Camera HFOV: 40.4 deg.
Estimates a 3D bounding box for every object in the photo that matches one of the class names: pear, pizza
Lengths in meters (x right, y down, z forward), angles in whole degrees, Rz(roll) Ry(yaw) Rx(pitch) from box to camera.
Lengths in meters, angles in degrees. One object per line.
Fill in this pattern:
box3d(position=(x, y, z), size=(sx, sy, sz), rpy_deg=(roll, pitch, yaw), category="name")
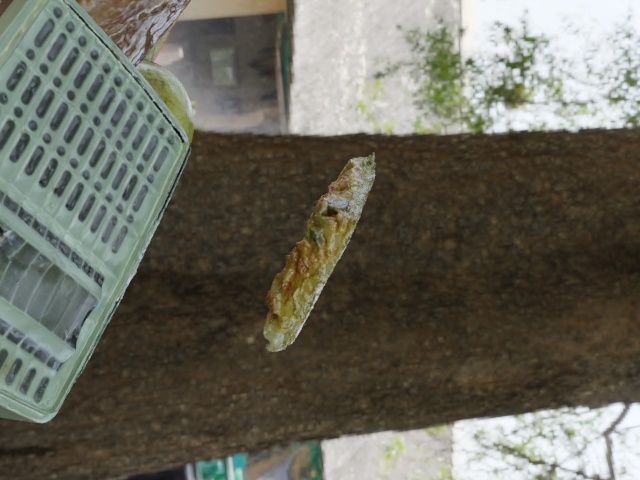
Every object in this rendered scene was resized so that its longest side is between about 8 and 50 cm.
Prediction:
box3d(position=(-0.292, -0.196, 1.343), size=(0.197, 0.197, 0.197), rpy_deg=(173, -90, -82), category="pear")
box3d(position=(0.000, 0.000, 1.071), size=(0.292, 0.058, 0.197), rpy_deg=(-63, -178, -16), category="pizza")

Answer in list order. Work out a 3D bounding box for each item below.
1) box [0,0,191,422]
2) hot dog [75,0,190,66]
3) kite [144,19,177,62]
box3d(position=(-0.240, -0.026, 0.613), size=(0.220, 0.166, 0.291), rpy_deg=(51, 52, -45), category="box")
box3d(position=(-0.308, -0.254, 1.041), size=(0.267, 0.387, 0.174), rpy_deg=(40, 0, 44), category="hot dog")
box3d(position=(-0.359, -0.465, 1.732), size=(0.377, 0.013, 0.327), rpy_deg=(-45, 154, -37), category="kite")
